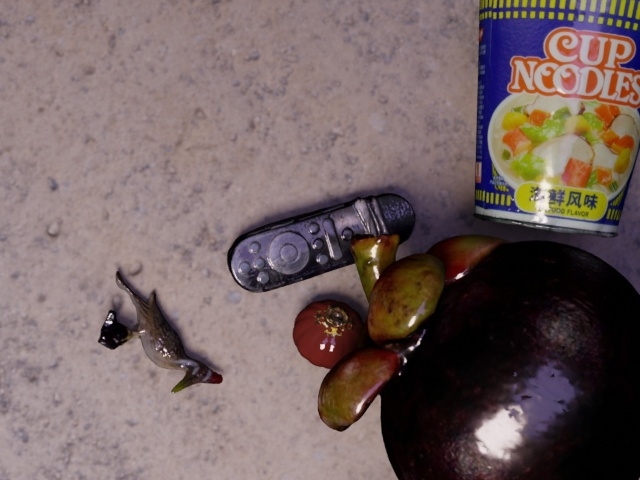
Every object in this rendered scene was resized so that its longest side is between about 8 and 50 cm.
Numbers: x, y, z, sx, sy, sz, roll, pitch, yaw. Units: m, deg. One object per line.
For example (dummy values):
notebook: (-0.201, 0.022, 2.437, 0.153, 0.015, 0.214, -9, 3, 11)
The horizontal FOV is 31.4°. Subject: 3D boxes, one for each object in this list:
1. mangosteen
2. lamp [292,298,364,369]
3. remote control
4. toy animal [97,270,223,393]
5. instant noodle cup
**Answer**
mangosteen: (0.206, 0.163, 1.391, 0.435, 0.382, 0.382, 30, 83, -15)
lamp: (0.012, 0.125, 1.524, 0.101, 0.090, 0.101, 8, 46, -8)
remote control: (0.000, 0.000, 1.552, 0.265, 0.066, 0.090, -17, 101, -11)
toy animal: (-0.216, 0.134, 1.513, 0.202, 0.070, 0.105, 35, 64, 2)
instant noodle cup: (0.318, -0.170, 1.503, 0.284, 0.284, 0.312, 7, 94, -5)
